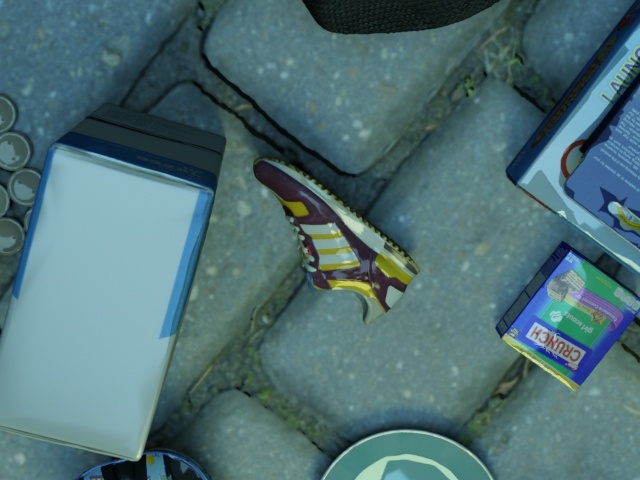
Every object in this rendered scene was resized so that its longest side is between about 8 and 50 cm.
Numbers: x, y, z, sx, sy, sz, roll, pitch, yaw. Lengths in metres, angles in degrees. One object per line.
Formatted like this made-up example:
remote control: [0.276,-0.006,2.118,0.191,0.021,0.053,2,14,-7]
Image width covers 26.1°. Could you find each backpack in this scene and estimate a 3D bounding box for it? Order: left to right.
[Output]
backpack: [-0.158,0.273,1.299,0.158,0.117,0.173,-17,101,4]

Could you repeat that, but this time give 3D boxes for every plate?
plate: [0.084,0.270,1.345,0.188,0.024,0.188,0,100,1]

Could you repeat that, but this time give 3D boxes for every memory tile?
memory tile: [-0.315,-0.055,1.290,0.113,0.012,0.148,-20,101,4]

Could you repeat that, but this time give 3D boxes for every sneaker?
sneaker: [0.000,0.000,1.270,0.185,0.069,0.084,38,94,-6]

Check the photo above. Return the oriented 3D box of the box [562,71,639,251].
box: [0.321,-0.095,1.178,0.136,0.036,0.225,36,98,-6]

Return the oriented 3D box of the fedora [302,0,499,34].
fedora: [0.079,-0.270,1.150,0.334,0.334,0.152,-24,130,5]

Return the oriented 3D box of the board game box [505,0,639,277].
board game box: [0.380,-0.088,1.243,0.302,0.086,0.308,36,99,-6]

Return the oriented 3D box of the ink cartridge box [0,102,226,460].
ink cartridge box: [-0.168,0.020,1.154,0.129,0.307,0.223,14,100,-5]

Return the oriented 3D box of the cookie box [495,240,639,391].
cookie box: [0.233,0.072,1.297,0.092,0.040,0.107,35,100,-7]
